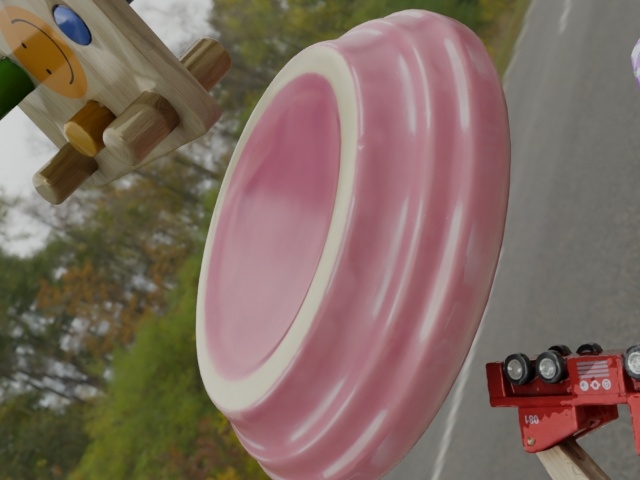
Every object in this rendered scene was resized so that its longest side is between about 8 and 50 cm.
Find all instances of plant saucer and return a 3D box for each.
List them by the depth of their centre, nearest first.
[{"bbox_3d":[0.000,0.000,0.773,0.332,0.084,0.332,-46,36,49],"label":"plant saucer"}]

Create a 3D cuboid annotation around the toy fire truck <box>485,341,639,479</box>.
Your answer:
[{"bbox_3d":[0.152,0.130,0.686,0.192,0.047,0.135,-11,86,49],"label":"toy fire truck"}]

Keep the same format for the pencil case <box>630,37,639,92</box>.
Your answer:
[{"bbox_3d":[0.359,-0.112,1.101,0.086,0.088,0.206,83,180,-65],"label":"pencil case"}]

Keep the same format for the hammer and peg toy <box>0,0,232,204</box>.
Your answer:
[{"bbox_3d":[-0.253,-0.199,0.928,0.127,0.361,0.266,-50,18,-27],"label":"hammer and peg toy"}]
